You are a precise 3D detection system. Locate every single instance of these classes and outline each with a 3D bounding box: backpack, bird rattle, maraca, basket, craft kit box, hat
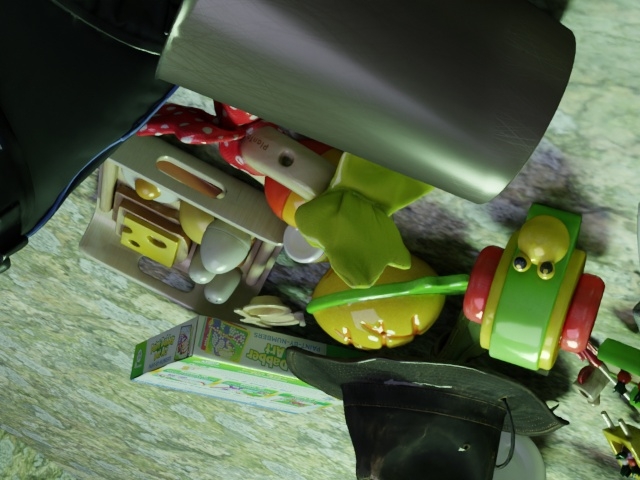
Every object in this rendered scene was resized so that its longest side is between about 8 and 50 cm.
[{"bbox_3d":[-0.256,-0.164,0.801,0.213,0.276,0.263,21,155,43],"label":"backpack"},{"bbox_3d":[-0.025,-0.051,0.933,0.253,0.143,0.207,22,171,15],"label":"bird rattle"},{"bbox_3d":[0.073,0.054,1.066,0.185,0.099,0.127,-13,172,34],"label":"maraca"},{"bbox_3d":[0.031,-0.127,0.700,0.227,0.154,0.204,26,156,-9],"label":"basket"},{"bbox_3d":[-0.087,0.164,1.397,0.250,0.061,0.246,15,163,-24],"label":"craft kit box"},{"bbox_3d":[0.101,0.217,1.188,0.331,0.134,0.331,13,164,4],"label":"hat"}]

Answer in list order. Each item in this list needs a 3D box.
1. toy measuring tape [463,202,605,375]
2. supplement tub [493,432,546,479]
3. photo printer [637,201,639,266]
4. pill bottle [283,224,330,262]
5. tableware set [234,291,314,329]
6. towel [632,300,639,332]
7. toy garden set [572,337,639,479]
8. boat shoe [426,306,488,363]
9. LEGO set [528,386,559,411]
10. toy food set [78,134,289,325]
[{"bbox_3d":[0.188,0.083,0.995,0.121,0.121,0.330,18,154,16],"label":"toy measuring tape"},{"bbox_3d":[0.212,0.325,1.405,0.144,0.144,0.200,17,154,18],"label":"supplement tub"},{"bbox_3d":[0.371,0.050,0.730,0.307,0.107,0.256,2,135,42],"label":"photo printer"},{"bbox_3d":[0.000,0.000,1.061,0.043,0.043,0.083,14,-175,24],"label":"pill bottle"},{"bbox_3d":[-0.014,0.080,1.220,0.168,0.020,0.141,-5,162,13],"label":"tableware set"},{"bbox_3d":[0.464,0.154,0.963,0.324,0.056,0.312,8,147,39],"label":"towel"},{"bbox_3d":[0.323,0.190,1.075,0.244,0.049,0.204,50,166,-28],"label":"toy garden set"},{"bbox_3d":[0.142,0.105,1.156,0.048,0.056,0.153,38,156,1],"label":"boat shoe"},{"bbox_3d":[0.228,0.182,1.254,0.083,0.023,0.054,9,150,33],"label":"LEGO set"},{"bbox_3d":[-0.158,-0.002,1.181,0.219,0.092,0.306,27,155,-2],"label":"toy food set"}]
